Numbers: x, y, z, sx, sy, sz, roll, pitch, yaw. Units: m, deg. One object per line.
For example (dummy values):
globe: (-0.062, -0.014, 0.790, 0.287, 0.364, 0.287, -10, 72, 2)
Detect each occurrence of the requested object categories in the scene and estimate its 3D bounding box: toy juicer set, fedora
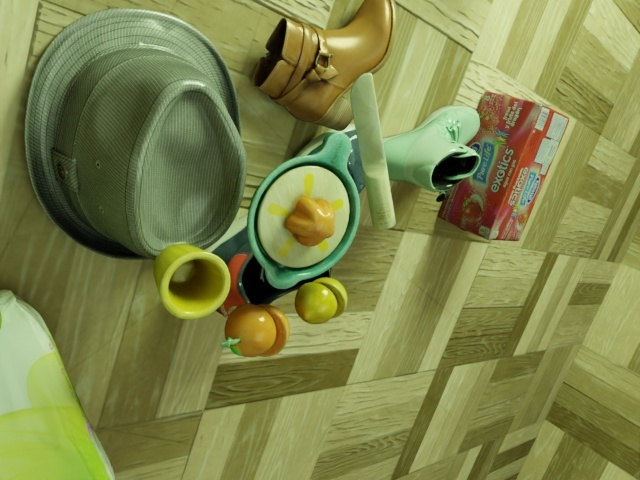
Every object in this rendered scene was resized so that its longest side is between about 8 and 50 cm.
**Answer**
toy juicer set: (0.000, 0.000, 0.587, 0.329, 0.089, 0.209, -44, 124, -13)
fedora: (-0.162, -0.089, 0.561, 0.243, 0.124, 0.275, -6, 116, -42)

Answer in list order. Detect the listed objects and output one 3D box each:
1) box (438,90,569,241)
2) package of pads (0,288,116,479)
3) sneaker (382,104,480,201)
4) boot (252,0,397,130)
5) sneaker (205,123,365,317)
box: (0.346, -0.136, 1.019, 0.128, 0.122, 0.257, 2, 111, -44)
package of pads: (-0.346, 0.221, 0.527, 0.229, 0.101, 0.296, -28, 112, -31)
sneaker: (0.215, -0.143, 0.870, 0.256, 0.151, 0.094, -29, 128, -31)
boot: (0.009, -0.247, 0.677, 0.152, 0.073, 0.197, 16, 98, -43)
sneaker: (-0.008, -0.019, 0.730, 0.350, 0.148, 0.131, -46, 136, -15)
